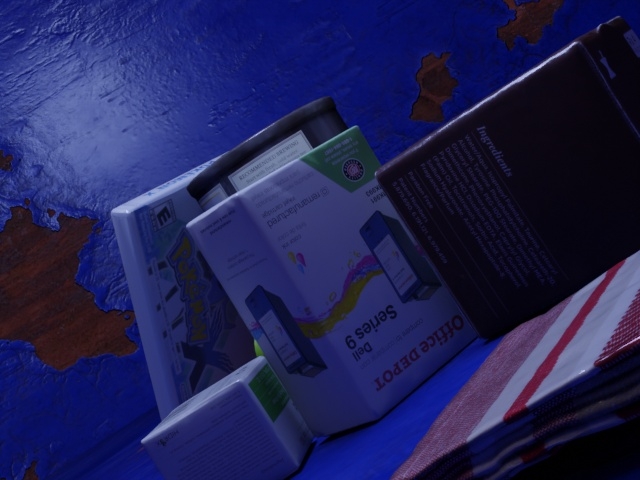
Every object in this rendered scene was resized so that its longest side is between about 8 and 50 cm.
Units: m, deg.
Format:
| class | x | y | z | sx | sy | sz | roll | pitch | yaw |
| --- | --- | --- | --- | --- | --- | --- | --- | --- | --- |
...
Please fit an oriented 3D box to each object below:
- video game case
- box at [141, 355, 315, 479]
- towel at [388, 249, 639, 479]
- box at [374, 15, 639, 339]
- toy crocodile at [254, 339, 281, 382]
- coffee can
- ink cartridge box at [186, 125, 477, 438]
| class | x | y | z | sx | sy | sz | roll | pitch | yaw |
| --- | --- | --- | --- | --- | --- | --- | --- | --- | --- |
| video game case | -0.121 | 0.063 | 1.475 | 0.036 | 0.329 | 0.300 | 3 | 23 | 35 |
| box | -0.073 | 0.163 | 0.938 | 0.102 | 0.087 | 0.101 | -32 | 1 | 9 |
| towel | 0.191 | 0.014 | 0.538 | 0.329 | 0.037 | 0.237 | -37 | -2 | 30 |
| box | 0.190 | -0.053 | 0.941 | 0.203 | 0.167 | 0.168 | -32 | 0 | 31 |
| toy crocodile | 0.071 | 0.058 | 1.169 | 0.340 | 0.105 | 0.115 | -32 | 0 | -36 |
| coffee can | 0.000 | 0.000 | 1.345 | 0.201 | 0.275 | 0.201 | -32 | 1 | 0 |
| ink cartridge box | 0.014 | 0.034 | 0.960 | 0.154 | 0.212 | 0.093 | -32 | 3 | -39 |
